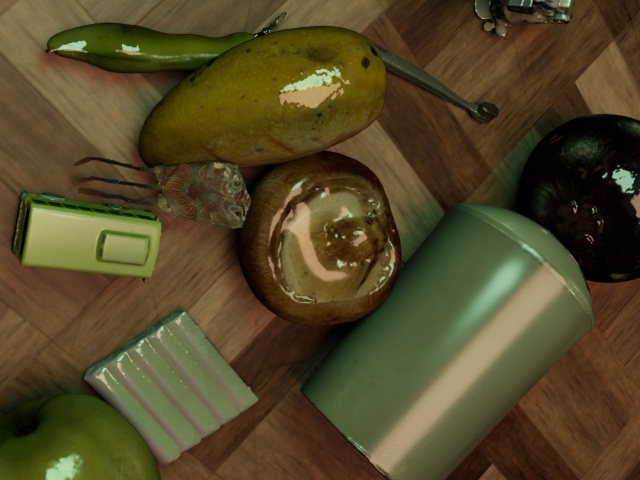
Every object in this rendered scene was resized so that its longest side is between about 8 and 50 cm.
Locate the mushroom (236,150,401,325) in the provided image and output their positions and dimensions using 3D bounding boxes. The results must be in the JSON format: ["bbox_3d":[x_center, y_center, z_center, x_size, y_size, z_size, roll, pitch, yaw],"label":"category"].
[{"bbox_3d":[0.000,0.000,1.074,0.253,0.153,0.253,-3,99,-18],"label":"mushroom"}]

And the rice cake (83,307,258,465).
[{"bbox_3d":[-0.209,0.213,1.090,0.189,0.037,0.198,-33,115,-17],"label":"rice cake"}]

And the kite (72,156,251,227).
[{"bbox_3d":[-0.201,-0.070,0.965,0.229,0.016,0.127,9,139,-2],"label":"kite"}]

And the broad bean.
[{"bbox_3d":[-0.186,-0.246,0.974,0.325,0.067,0.075,-9,70,-31],"label":"broad bean"}]

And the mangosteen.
[{"bbox_3d":[0.467,-0.071,1.237,0.287,0.288,0.288,-7,105,-25],"label":"mangosteen"}]

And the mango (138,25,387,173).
[{"bbox_3d":[-0.078,-0.174,0.969,0.329,0.176,0.177,-11,133,-4],"label":"mango"}]

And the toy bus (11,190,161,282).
[{"bbox_3d":[-0.290,-0.003,0.961,0.174,0.101,0.088,8,98,-29],"label":"toy bus"}]

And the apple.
[{"bbox_3d":[-0.335,0.339,0.955,0.279,0.279,0.279,-7,105,-25],"label":"apple"}]

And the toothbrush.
[{"bbox_3d":[0.161,-0.248,1.169,0.297,0.030,0.030,21,67,-28],"label":"toothbrush"}]

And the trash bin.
[{"bbox_3d":[0.202,0.150,1.150,0.432,0.280,0.280,-47,118,-6],"label":"trash bin"}]

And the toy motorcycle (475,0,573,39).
[{"bbox_3d":[0.301,-0.363,1.130,0.150,0.221,0.102,14,95,17],"label":"toy motorcycle"}]
